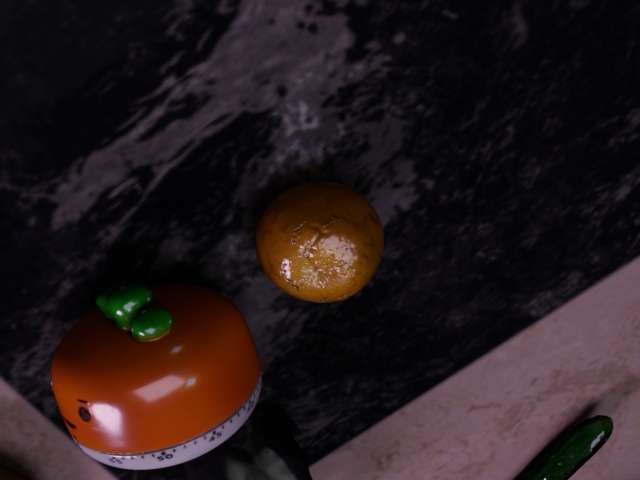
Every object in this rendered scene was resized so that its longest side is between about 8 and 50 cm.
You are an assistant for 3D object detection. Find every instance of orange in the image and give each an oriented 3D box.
[{"bbox_3d":[0.000,0.000,0.793,0.083,0.070,0.083,-3,124,-4],"label":"orange"}]

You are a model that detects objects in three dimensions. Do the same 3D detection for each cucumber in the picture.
[{"bbox_3d":[0.186,0.212,1.079,0.184,0.033,0.036,-50,151,20],"label":"cucumber"}]

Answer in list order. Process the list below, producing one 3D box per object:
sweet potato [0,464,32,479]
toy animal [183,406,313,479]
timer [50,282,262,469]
[{"bbox_3d":[-0.213,0.198,0.866,0.069,0.059,0.249,-19,139,18],"label":"sweet potato"},{"bbox_3d":[-0.041,0.208,0.909,0.094,0.121,0.225,-17,133,-12],"label":"toy animal"},{"bbox_3d":[-0.105,0.077,0.786,0.136,0.099,0.136,-23,137,-23],"label":"timer"}]
